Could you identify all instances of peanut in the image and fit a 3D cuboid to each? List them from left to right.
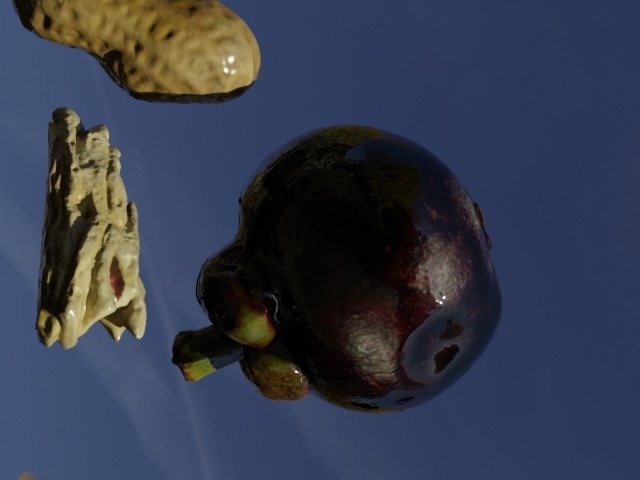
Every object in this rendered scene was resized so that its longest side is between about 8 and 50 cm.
[{"bbox_3d":[-0.161,-0.182,0.917,0.226,0.095,0.108,24,-74,-5],"label":"peanut"}]

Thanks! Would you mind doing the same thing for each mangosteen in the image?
[{"bbox_3d":[0.006,0.042,0.951,0.275,0.302,0.275,61,-4,8],"label":"mangosteen"}]

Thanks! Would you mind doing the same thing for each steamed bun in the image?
[{"bbox_3d":[-0.353,0.015,1.662,0.428,0.189,0.247,-101,-152,-43],"label":"steamed bun"}]
